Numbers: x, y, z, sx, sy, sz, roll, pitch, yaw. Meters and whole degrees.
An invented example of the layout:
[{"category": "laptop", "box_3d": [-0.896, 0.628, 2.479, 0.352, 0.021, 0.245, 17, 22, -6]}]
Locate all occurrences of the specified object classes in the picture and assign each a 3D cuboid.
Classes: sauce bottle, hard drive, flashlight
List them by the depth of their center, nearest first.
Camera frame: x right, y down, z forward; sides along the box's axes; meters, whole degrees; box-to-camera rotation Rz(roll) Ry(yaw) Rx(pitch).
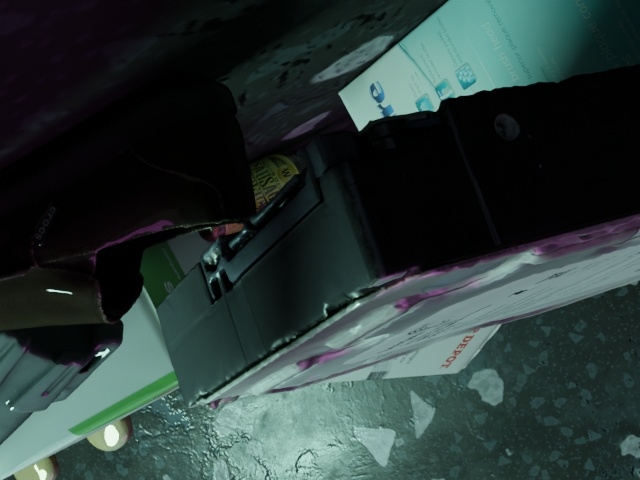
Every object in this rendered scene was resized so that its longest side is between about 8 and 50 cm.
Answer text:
[{"category": "hard drive", "box_3d": [0.113, -0.009, 0.478, 0.338, 0.064, 0.237, -13, 167, -27]}, {"category": "flashlight", "box_3d": [-0.264, 0.120, 0.682, 0.304, 0.103, 0.103, -43, 175, 33]}, {"category": "sauce bottle", "box_3d": [-0.035, -0.042, 0.740, 0.128, 0.042, 0.042, -30, 177, -24]}]

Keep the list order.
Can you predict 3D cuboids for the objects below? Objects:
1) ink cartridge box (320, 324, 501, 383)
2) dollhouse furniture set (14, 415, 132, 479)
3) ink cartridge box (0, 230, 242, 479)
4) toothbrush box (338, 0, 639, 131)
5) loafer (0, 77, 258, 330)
[{"category": "ink cartridge box", "box_3d": [0.059, 0.059, 1.103, 0.272, 0.114, 0.197, 0, 143, -24]}, {"category": "dollhouse furniture set", "box_3d": [-0.440, 0.334, 1.140, 0.394, 0.256, 0.362, -30, 176, 25]}, {"category": "ink cartridge box", "box_3d": [-0.153, 0.076, 0.854, 0.201, 0.117, 0.278, -30, 176, 19]}, {"category": "toothbrush box", "box_3d": [0.187, -0.126, 0.608, 0.216, 0.126, 0.295, -24, 175, -40]}, {"category": "loafer", "box_3d": [-0.124, 0.009, 0.470, 0.220, 0.078, 0.080, -30, 176, 15]}]
